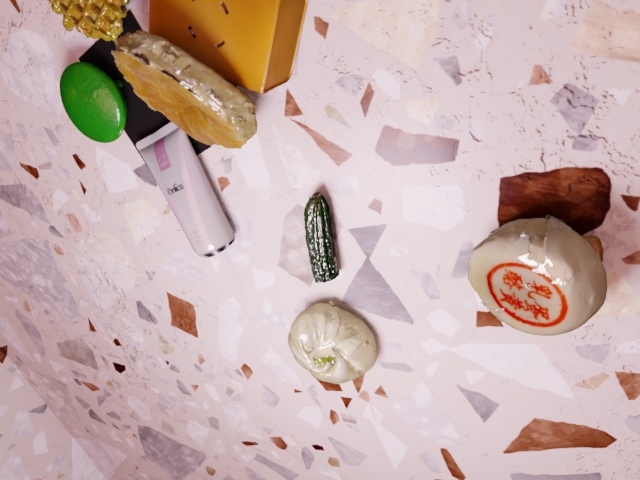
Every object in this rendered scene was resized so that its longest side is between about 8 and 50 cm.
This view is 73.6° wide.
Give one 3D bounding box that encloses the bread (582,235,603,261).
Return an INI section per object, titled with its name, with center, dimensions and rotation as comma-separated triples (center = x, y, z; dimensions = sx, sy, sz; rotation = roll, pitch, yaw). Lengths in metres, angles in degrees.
[bread]
center = 0.514, 0.025, 0.871
dimensions = 0.103, 0.049, 0.062
rotation = -9, 93, 31

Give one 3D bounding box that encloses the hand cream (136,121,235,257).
[hand cream]
center = -0.358, -0.129, 1.157
dimensions = 0.185, 0.118, 0.358
rotation = -17, 106, 33

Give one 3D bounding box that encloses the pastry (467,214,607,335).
[pastry]
center = 0.426, 0.075, 0.861
dimensions = 0.265, 0.133, 0.265
rotation = 38, 149, 28

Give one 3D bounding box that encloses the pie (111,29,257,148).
[pie]
center = -0.290, -0.311, 0.925
dimensions = 0.339, 0.083, 0.339
rotation = 26, 170, 5

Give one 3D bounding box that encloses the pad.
[pad]
center = -0.465, -0.362, 1.128
dimensions = 0.248, 0.007, 0.367
rotation = -18, 109, 33

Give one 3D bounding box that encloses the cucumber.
[cucumber]
center = -0.002, 0.000, 1.090
dimensions = 0.077, 0.077, 0.265
rotation = 1, 117, 24

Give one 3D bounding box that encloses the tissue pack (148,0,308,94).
[tissue pack]
center = -0.187, -0.445, 0.863
dimensions = 0.274, 0.145, 0.194
rotation = 26, 125, 10

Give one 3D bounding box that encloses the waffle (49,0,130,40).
[waffle]
center = -0.552, -0.595, 0.992
dimensions = 0.243, 0.059, 0.238
rotation = 11, 121, 15

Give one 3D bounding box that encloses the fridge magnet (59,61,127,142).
[fridge magnet]
center = -0.597, -0.362, 1.131
dimensions = 0.208, 0.088, 0.208
rotation = 11, 122, 18

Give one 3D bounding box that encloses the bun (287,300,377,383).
[bun]
center = 0.019, 0.303, 1.204
dimensions = 0.259, 0.160, 0.259
rotation = 13, 126, 19
